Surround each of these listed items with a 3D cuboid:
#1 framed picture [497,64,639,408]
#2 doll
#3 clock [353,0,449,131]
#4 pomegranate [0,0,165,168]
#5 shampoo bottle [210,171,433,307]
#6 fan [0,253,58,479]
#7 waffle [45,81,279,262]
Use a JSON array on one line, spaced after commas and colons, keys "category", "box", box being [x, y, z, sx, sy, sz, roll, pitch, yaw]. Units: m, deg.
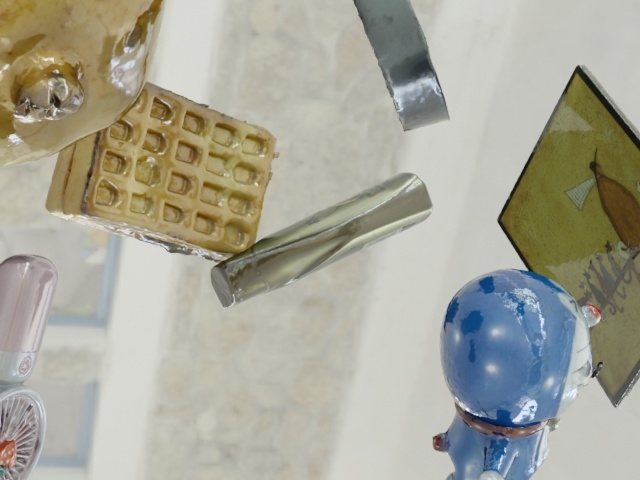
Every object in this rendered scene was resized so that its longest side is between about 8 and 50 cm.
[{"category": "framed picture", "box": [0.329, -0.012, 1.472, 0.255, 0.014, 0.339, -67, -148, 35]}, {"category": "doll", "box": [0.195, 0.158, 1.258, 0.215, 0.161, 0.257, -72, 167, -62]}, {"category": "clock", "box": [0.076, -0.278, 1.495, 0.312, 0.061, 0.313, -21, 90, -85]}, {"category": "pomegranate", "box": [-0.295, -0.216, 1.170, 0.342, 0.342, 0.343, -175, -90, -71]}, {"category": "shampoo bottle", "box": [0.000, 0.000, 1.850, 0.084, 0.350, 0.125, 66, -22, -3]}, {"category": "fan", "box": [-0.288, 0.130, 1.109, 0.130, 0.074, 0.244, 5, 102, -68]}, {"category": "waffle", "box": [-0.217, -0.099, 1.778, 0.098, 0.327, 0.224, 8, -97, 46]}]
